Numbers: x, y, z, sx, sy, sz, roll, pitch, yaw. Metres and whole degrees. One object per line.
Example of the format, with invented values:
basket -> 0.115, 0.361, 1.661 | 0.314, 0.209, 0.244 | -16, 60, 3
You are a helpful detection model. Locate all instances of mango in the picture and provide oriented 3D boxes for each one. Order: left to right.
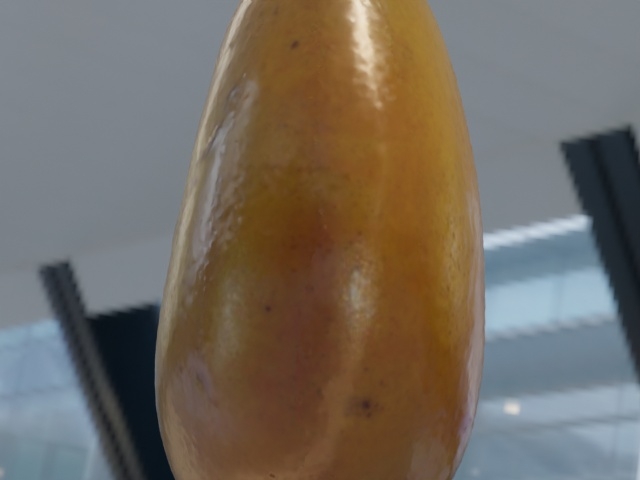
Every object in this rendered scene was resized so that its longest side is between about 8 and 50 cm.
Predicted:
mango -> 0.000, 0.000, 0.677 | 0.112, 0.219, 0.145 | 1, 4, 1
